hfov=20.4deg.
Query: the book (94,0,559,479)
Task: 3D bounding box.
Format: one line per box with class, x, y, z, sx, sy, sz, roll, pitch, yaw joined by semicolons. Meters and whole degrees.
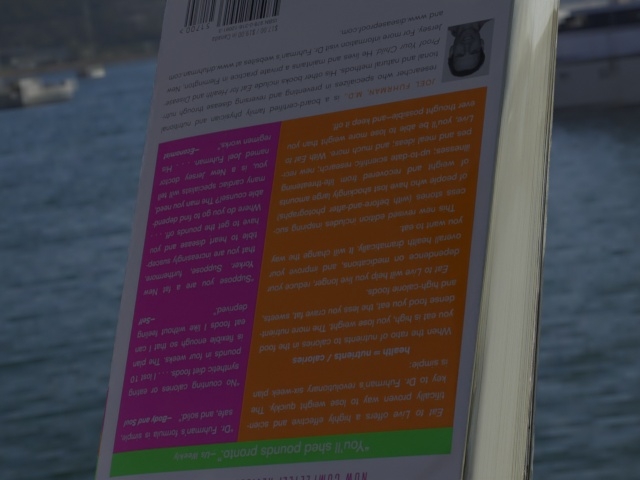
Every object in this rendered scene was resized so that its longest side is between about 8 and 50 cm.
book;0.000;0.000;0.392;0.096;0.144;0.035;-5;-24;29
